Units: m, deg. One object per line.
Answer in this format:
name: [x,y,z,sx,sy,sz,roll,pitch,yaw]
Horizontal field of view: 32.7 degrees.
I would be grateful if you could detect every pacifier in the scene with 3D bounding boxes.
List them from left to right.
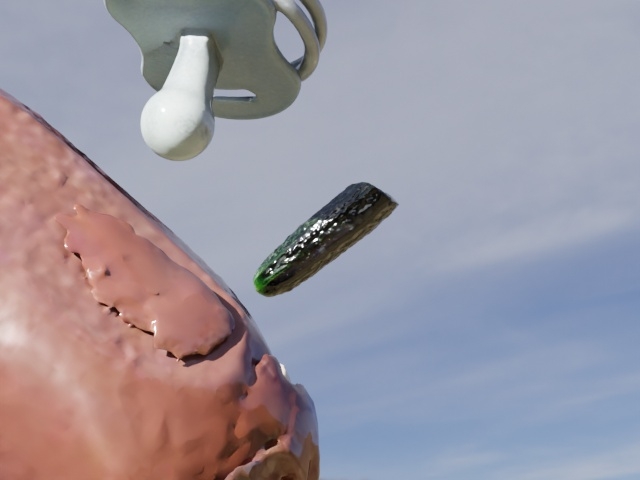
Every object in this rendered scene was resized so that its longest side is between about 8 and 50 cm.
pacifier: [-0.136,-0.196,1.288,0.244,0.233,0.299,8,-27,19]

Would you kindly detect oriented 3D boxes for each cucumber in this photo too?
cucumber: [0.000,0.000,1.567,0.241,0.074,0.074,-39,-26,6]

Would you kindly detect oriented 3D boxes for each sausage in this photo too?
sausage: [-0.125,0.040,0.485,0.279,0.152,0.152,41,-27,-6]

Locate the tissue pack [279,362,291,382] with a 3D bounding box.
tissue pack: [-0.162,0.357,1.375,0.390,0.376,0.195,-17,9,4]
